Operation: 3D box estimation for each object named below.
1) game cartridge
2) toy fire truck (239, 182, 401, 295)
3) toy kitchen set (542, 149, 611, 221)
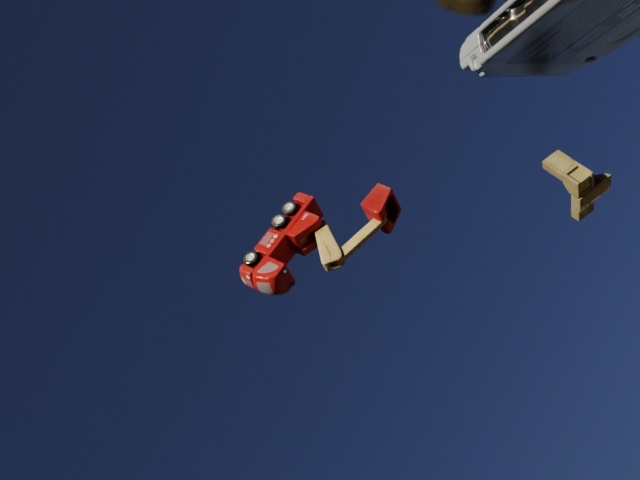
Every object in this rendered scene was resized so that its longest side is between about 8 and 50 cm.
[{"bbox_3d":[0.326,-0.283,1.488,0.196,0.294,0.060,0,-106,-24],"label":"game cartridge"},{"bbox_3d":[0.000,0.000,1.522,0.192,0.135,0.047,-53,-38,-20],"label":"toy fire truck"},{"bbox_3d":[0.387,-0.091,1.792,0.068,0.075,0.083,-36,-39,-18],"label":"toy kitchen set"}]
